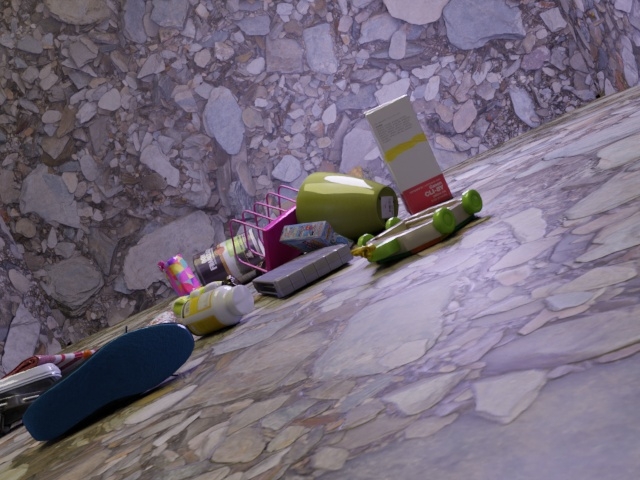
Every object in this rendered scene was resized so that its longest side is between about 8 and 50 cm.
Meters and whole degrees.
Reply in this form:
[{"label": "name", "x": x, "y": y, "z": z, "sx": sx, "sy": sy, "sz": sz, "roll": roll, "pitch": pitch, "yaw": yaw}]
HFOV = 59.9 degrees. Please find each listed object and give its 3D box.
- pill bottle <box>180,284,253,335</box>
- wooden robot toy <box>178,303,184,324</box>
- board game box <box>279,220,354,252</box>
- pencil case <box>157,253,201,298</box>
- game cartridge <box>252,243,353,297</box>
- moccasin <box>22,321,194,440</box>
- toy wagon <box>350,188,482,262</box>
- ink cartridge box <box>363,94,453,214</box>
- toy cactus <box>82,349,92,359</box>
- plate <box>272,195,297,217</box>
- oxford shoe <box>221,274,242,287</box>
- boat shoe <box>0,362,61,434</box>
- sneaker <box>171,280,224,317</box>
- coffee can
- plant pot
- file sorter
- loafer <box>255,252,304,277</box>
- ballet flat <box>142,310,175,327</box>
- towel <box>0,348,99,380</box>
[{"label": "pill bottle", "x": -0.260, "y": 0.174, "z": 1.409, "sx": 0.184, "sy": 0.103, "sz": 0.103, "roll": -22, "pitch": 5, "yaw": 33}, {"label": "wooden robot toy", "x": -0.419, "y": 0.255, "z": 1.777, "sx": 0.079, "sy": 0.076, "sz": 0.173, "roll": -63, "pitch": 13, "yaw": -10}, {"label": "board game box", "x": 0.000, "y": 0.000, "z": 1.769, "sx": 0.194, "sy": 0.194, "sz": 0.060, "roll": -17, "pitch": 53, "yaw": 59}, {"label": "pencil case", "x": -0.516, "y": 0.167, "z": 2.095, "sx": 0.104, "sy": 0.236, "sz": 0.104, "roll": -34, "pitch": 2, "yaw": 1}, {"label": "game cartridge", "x": -0.057, "y": 0.088, "z": 1.598, "sx": 0.230, "sy": 0.068, "sz": 0.355, "roll": -23, "pitch": 3, "yaw": -17}, {"label": "moccasin", "x": -0.412, "y": 0.257, "z": 1.092, "sx": 0.342, "sy": 0.137, "sz": 0.117, "roll": -25, "pitch": 0, "yaw": -9}, {"label": "toy wagon", "x": 0.204, "y": -0.017, "z": 1.280, "sx": 0.344, "sy": 0.068, "sz": 0.267, "roll": -30, "pitch": 6, "yaw": -39}, {"label": "ink cartridge box", "x": 0.307, "y": -0.301, "z": 1.981, "sx": 0.160, "sy": 0.384, "sz": 0.279, "roll": -25, "pitch": 5, "yaw": 8}, {"label": "toy cactus", "x": -0.461, "y": 0.291, "z": 1.304, "sx": 0.180, "sy": 0.112, "sz": 0.219, "roll": -17, "pitch": -7, "yaw": -15}, {"label": "plate", "x": -0.035, "y": -0.065, "z": 2.217, "sx": 0.278, "sy": 0.277, "sz": 0.045, "roll": -19, "pitch": 39, "yaw": 58}, {"label": "oxford shoe", "x": -0.287, "y": 0.164, "z": 1.761, "sx": 0.083, "sy": 0.096, "sz": 0.227, "roll": -24, "pitch": 6, "yaw": -6}, {"label": "boat shoe", "x": -0.821, "y": 0.432, "z": 1.405, "sx": 0.335, "sy": 0.119, "sz": 0.121, "roll": -25, "pitch": -26, "yaw": -23}, {"label": "sneaker", "x": -0.397, "y": 0.205, "z": 1.940, "sx": 0.240, "sy": 0.091, "sz": 0.126, "roll": -15, "pitch": -9, "yaw": -8}, {"label": "coffee can", "x": -0.371, "y": 0.095, "z": 2.355, "sx": 0.275, "sy": 0.201, "sz": 0.201, "roll": -25, "pitch": 4, "yaw": -1}, {"label": "plant pot", "x": 0.113, "y": -0.114, "z": 1.930, "sx": 0.293, "sy": 0.274, "sz": 0.275, "roll": -1, "pitch": 20, "yaw": 41}, {"label": "file sorter", "x": -0.165, "y": -0.047, "z": 2.014, "sx": 0.182, "sy": 0.202, "sz": 0.291, "roll": 20, "pitch": 41, "yaw": 29}, {"label": "loafer", "x": -0.147, "y": 0.078, "z": 2.061, "sx": 0.220, "sy": 0.080, "sz": 0.078, "roll": -29, "pitch": 5, "yaw": -38}, {"label": "ballet flat", "x": -0.511, "y": 0.295, "z": 1.698, "sx": 0.077, "sy": 0.091, "sz": 0.241, "roll": 11, "pitch": 27, "yaw": 26}, {"label": "towel", "x": -0.787, "y": 0.382, "z": 1.634, "sx": 0.237, "sy": 0.037, "sz": 0.329, "roll": -31, "pitch": -14, "yaw": 13}]
